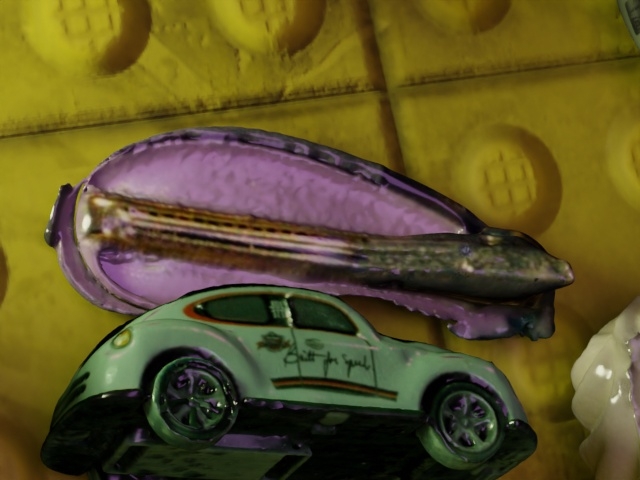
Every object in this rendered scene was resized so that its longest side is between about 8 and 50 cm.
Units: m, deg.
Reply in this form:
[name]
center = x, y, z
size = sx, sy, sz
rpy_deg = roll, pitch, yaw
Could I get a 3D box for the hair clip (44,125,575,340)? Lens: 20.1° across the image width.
[hair clip]
center = 0.000, -0.002, 1.183
size = 0.358, 0.095, 0.110
rpy_deg = 9, 110, -13

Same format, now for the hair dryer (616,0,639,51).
[hair dryer]
center = 0.207, -0.246, 1.301
size = 0.225, 0.088, 0.219
rpy_deg = 28, 53, -27

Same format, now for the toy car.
[toy car]
center = -0.018, 0.096, 1.112
size = 0.305, 0.136, 0.125
rpy_deg = 4, 63, -23

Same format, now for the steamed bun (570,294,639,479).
[steamed bun]
center = 0.250, 0.115, 1.237
size = 0.182, 0.106, 0.183
rpy_deg = 5, 75, -19
